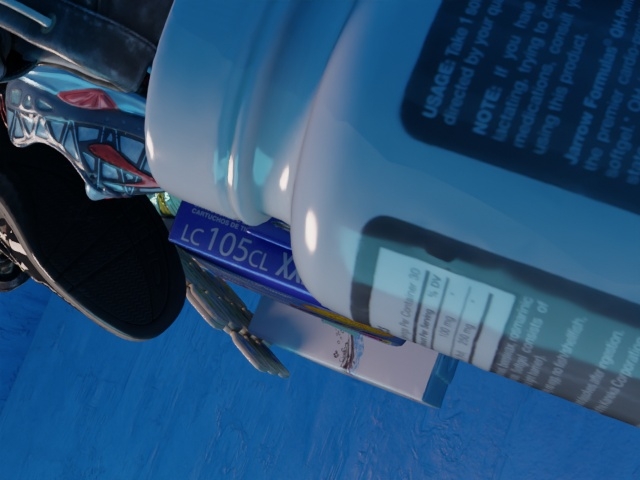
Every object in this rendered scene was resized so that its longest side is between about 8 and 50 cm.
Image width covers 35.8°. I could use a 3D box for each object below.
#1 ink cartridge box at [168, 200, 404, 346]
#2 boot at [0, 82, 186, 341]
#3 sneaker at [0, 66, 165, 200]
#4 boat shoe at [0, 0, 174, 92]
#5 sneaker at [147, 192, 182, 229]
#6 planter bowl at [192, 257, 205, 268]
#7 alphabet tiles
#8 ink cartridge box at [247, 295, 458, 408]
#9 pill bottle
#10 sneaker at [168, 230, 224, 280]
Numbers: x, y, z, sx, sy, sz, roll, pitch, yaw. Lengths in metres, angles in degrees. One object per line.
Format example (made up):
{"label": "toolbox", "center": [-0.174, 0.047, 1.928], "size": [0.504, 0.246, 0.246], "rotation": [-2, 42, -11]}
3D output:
{"label": "ink cartridge box", "center": [0.000, 0.000, 1.091], "size": [0.270, 0.151, 0.395], "rotation": [21, 172, 6]}
{"label": "boot", "center": [-0.325, -0.010, 1.098], "size": [0.377, 0.138, 0.284], "rotation": [42, 149, -3]}
{"label": "sneaker", "center": [-0.164, -0.087, 0.902], "size": [0.261, 0.125, 0.104], "rotation": [26, -155, -3]}
{"label": "boat shoe", "center": [-0.213, -0.157, 0.603], "size": [0.335, 0.119, 0.121], "rotation": [15, 171, 43]}
{"label": "sneaker", "center": [-0.200, -0.076, 1.429], "size": [0.275, 0.107, 0.110], "rotation": [15, 152, 15]}
{"label": "planter bowl", "center": [-0.184, 0.000, 1.799], "size": [0.162, 0.109, 0.162], "rotation": [20, 174, 2]}
{"label": "alphabet tiles", "center": [-0.148, 0.088, 1.445], "size": [0.278, 0.021, 0.284], "rotation": [47, -178, 18]}
{"label": "ink cartridge box", "center": [0.074, 0.104, 1.443], "size": [0.270, 0.197, 0.198], "rotation": [20, 173, 17]}
{"label": "pill bottle", "center": [0.095, -0.029, 0.419], "size": [0.318, 0.176, 0.176], "rotation": [20, 173, 11]}
{"label": "sneaker", "center": [-0.107, 0.022, 1.644], "size": [0.319, 0.131, 0.112], "rotation": [20, 173, 8]}
